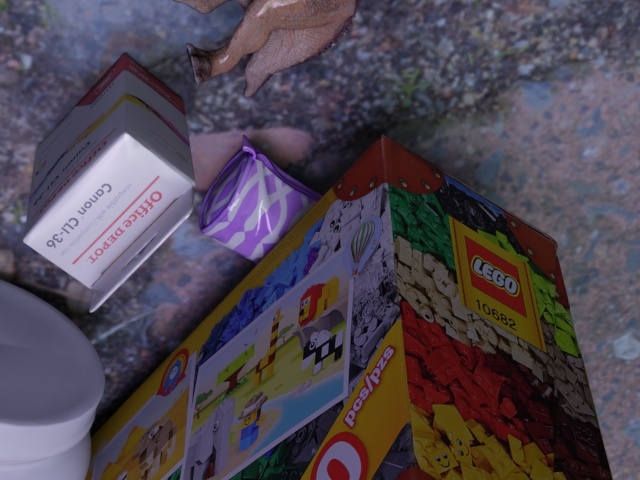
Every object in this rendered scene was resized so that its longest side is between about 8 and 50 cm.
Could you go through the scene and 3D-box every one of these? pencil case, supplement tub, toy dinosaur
[{"bbox_3d":[0.000,0.000,1.035,0.206,0.086,0.088,27,118,-22],"label":"pencil case"},{"bbox_3d":[-0.328,0.208,1.005,0.235,0.235,0.325,21,113,-20],"label":"supplement tub"},{"bbox_3d":[-0.015,-0.223,0.895,0.200,0.127,0.296,-14,126,-10],"label":"toy dinosaur"}]

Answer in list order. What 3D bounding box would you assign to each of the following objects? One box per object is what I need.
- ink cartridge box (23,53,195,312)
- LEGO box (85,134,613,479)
[{"bbox_3d":[-0.156,-0.047,0.917,0.067,0.198,0.115,38,106,-26],"label":"ink cartridge box"},{"bbox_3d":[-0.028,0.232,0.930,0.193,0.373,0.500,29,124,-24],"label":"LEGO box"}]
